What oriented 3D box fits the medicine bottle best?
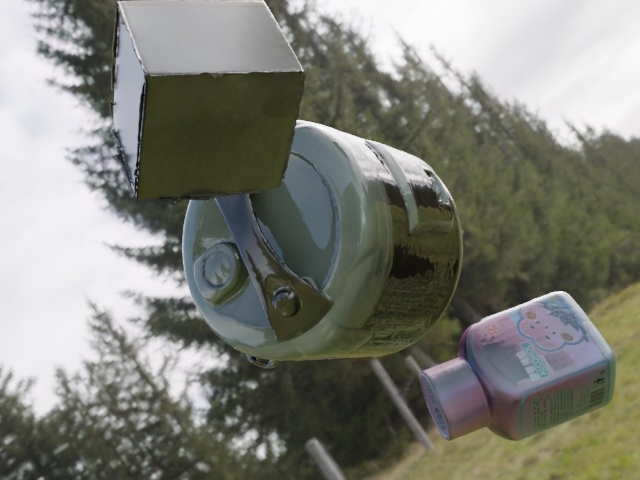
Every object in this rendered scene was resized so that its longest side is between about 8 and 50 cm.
[{"bbox_3d":[0.208,0.144,1.032,0.188,0.119,0.094,-20,-46,-7],"label":"medicine bottle"}]

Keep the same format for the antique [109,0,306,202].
[{"bbox_3d":[-0.115,-0.136,0.891,0.152,0.148,0.146,-5,-43,-22],"label":"antique"}]

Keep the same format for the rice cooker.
[{"bbox_3d":[0.000,0.000,1.295,0.335,0.335,0.325,-40,-26,25],"label":"rice cooker"}]
